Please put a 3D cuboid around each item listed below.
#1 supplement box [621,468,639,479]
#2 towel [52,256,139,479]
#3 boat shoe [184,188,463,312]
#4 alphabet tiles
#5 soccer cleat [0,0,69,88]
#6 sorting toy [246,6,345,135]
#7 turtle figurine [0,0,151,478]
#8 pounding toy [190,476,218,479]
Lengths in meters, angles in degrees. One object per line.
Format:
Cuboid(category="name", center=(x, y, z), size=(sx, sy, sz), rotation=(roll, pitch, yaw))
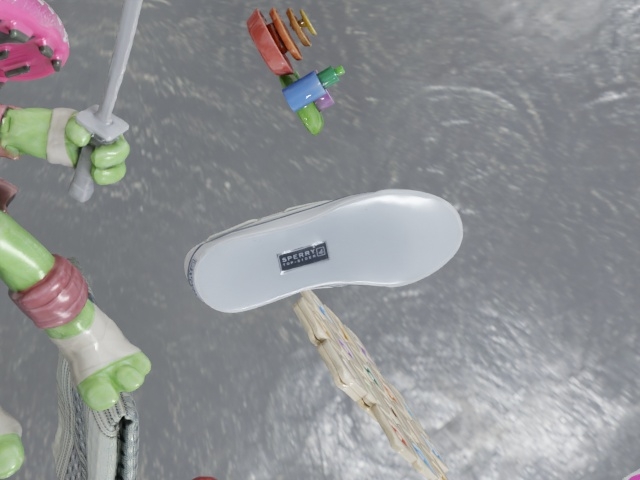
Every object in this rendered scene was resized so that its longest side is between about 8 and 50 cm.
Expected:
Cuboid(category="supplement box", center=(0.305, 0.307, 1.104), size=(0.114, 0.111, 0.220), rotation=(-10, 117, -48))
Cuboid(category="towel", center=(-0.264, 0.227, 1.433), size=(0.056, 0.312, 0.324), rotation=(-6, 123, -20))
Cuboid(category="boat shoe", center=(0.000, 0.000, 1.180), size=(0.258, 0.084, 0.095), rotation=(-7, 104, -16))
Cuboid(category="alphabet tiles", center=(0.060, 0.176, 1.500), size=(0.021, 0.278, 0.284), rotation=(-38, 138, 4))
Cuboid(category="soccer cleat", center=(-0.314, -0.228, 1.036), size=(0.116, 0.331, 0.143), rotation=(-15, 74, 20))
Cuboid(category="sorting toy", center=(-0.009, -0.114, 0.847), size=(0.042, 0.061, 0.102), rotation=(-29, 134, 6))
Cuboid(category="turtle figurine", center=(-0.195, 0.008, 0.703), size=(0.275, 0.198, 0.266), rotation=(-5, 123, 33))
Cuboid(category="pounding toy", center=(-0.084, 0.338, 1.491), size=(0.237, 0.110, 0.183), rotation=(-4, 128, -18))
